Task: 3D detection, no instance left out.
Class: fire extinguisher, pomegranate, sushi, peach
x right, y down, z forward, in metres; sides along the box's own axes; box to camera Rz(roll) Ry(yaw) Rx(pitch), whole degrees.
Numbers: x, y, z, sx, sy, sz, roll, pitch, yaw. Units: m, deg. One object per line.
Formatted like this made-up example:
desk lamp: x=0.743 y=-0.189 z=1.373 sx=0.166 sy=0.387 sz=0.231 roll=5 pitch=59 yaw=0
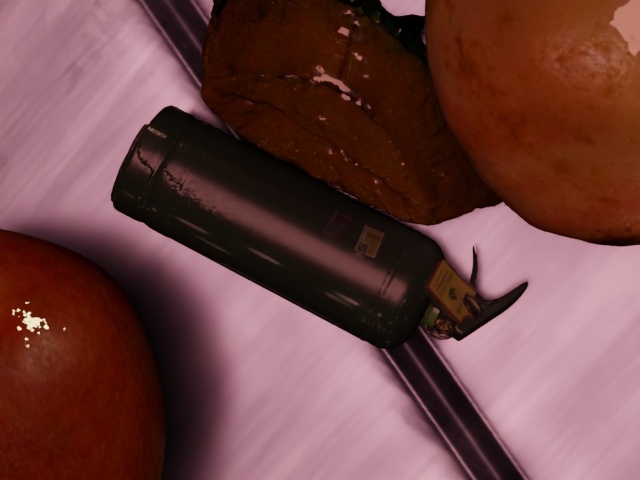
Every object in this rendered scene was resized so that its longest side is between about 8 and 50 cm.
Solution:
fire extinguisher: x=0.000 y=0.000 z=1.422 sx=0.311 sy=0.095 sz=0.114 roll=29 pitch=65 yaw=7
pomegranate: x=0.235 y=-0.159 z=1.269 sx=0.343 sy=0.342 sz=0.342 roll=0 pitch=92 yaw=7
sushi: x=0.031 y=-0.122 z=1.397 sx=0.287 sy=0.140 sz=0.149 roll=26 pitch=134 yaw=6
peach: x=-0.255 y=0.155 z=1.351 sx=0.308 sy=0.308 sz=0.332 roll=-9 pitch=60 yaw=8
